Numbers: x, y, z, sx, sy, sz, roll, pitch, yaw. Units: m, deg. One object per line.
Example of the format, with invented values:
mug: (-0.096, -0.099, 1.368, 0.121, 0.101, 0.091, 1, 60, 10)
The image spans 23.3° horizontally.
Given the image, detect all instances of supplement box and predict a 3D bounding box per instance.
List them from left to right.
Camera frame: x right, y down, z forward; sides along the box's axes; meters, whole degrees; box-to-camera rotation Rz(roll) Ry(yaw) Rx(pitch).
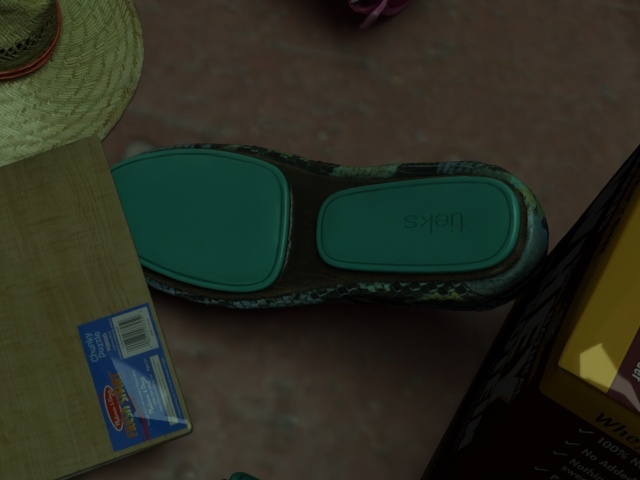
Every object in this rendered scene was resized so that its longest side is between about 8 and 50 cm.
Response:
supplement box: (0.158, 0.073, 0.547, 0.191, 0.194, 0.129, 31, 64, 2)

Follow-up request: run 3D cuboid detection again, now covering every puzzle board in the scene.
puzzle board: (-0.113, 0.031, 0.597, 0.096, 0.011, 0.128, -19, 72, -3)

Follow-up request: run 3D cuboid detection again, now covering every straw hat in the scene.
straw hat: (-0.141, -0.099, 0.633, 0.144, 0.061, 0.144, 5, 65, -10)

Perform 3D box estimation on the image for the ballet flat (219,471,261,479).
ballet flat: (0.046, 0.165, 0.562, 0.232, 0.080, 0.073, 28, 92, 4)

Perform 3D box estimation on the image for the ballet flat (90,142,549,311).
ballet flat: (0.000, 0.000, 0.613, 0.188, 0.070, 0.070, 7, 61, 24)

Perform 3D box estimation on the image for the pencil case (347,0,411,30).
pencil case: (-0.031, -0.184, 0.682, 0.209, 0.095, 0.098, 34, 80, 6)
